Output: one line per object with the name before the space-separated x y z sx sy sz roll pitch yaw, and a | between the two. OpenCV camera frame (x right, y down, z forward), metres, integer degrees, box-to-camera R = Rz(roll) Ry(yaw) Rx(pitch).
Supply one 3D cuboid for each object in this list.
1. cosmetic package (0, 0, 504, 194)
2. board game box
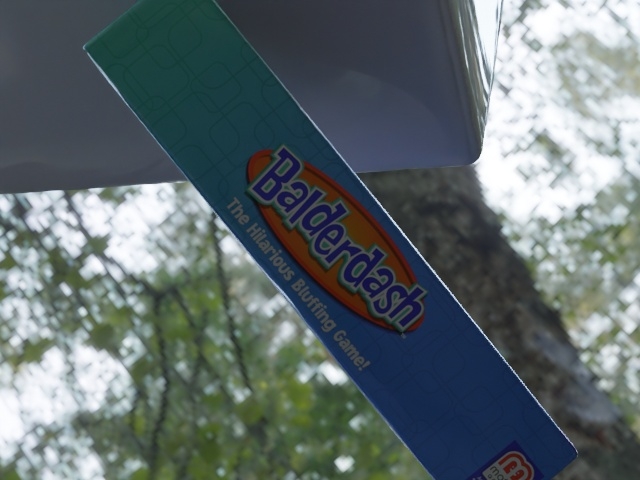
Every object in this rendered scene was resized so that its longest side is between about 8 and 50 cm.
cosmetic package | -0.084 -0.273 0.801 0.327 0.393 0.329 -2 -46 15
board game box | 0.000 0.000 0.622 0.047 0.210 0.160 -40 6 0
